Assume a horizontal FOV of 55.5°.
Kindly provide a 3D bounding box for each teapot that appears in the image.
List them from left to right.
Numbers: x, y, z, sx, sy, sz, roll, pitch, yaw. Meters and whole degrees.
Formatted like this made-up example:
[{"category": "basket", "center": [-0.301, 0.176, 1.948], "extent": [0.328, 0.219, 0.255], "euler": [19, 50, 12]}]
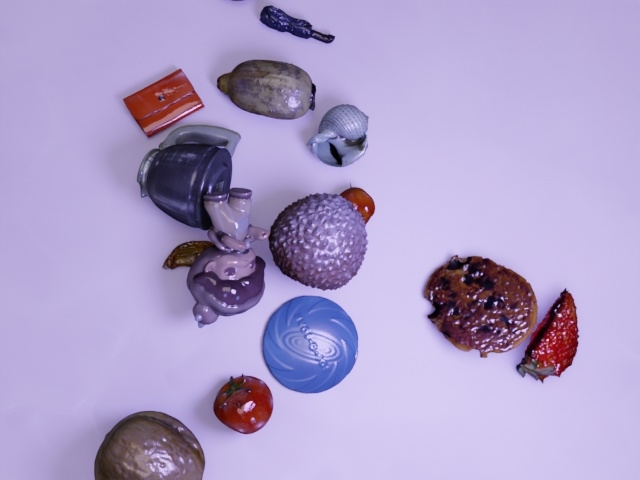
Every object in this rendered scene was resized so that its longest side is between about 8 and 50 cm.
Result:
[{"category": "teapot", "center": [-0.379, -0.210, 1.731], "extent": [0.239, 0.239, 0.322], "euler": [16, 83, 7]}]

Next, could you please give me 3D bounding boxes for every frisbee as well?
[{"category": "frisbee", "center": [-0.026, 0.304, 1.788], "extent": [0.289, 0.049, 0.290], "euler": [2, 80, -9]}]

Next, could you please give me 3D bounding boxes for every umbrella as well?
[{"category": "umbrella", "center": [-0.075, -0.678, 1.946], "extent": [0.248, 0.071, 0.071], "euler": [22, 77, -9]}]

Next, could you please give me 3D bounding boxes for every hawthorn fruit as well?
[{"category": "hawthorn fruit", "center": [0.103, -0.102, 1.853], "extent": [0.125, 0.140, 0.125], "euler": [-1, 114, -3]}]

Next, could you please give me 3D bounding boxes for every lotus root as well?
[{"category": "lotus root", "center": [-0.165, -0.457, 1.853], "extent": [0.309, 0.173, 0.173], "euler": [7, 79, 0]}]

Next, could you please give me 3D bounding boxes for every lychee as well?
[{"category": "lychee", "center": [-0.003, -0.001, 1.723], "extent": [0.299, 0.300, 0.300], "euler": [2, 80, -9]}]

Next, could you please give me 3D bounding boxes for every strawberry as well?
[{"category": "strawberry", "center": [0.716, 0.280, 1.812], "extent": [0.137, 0.233, 0.306], "euler": [31, 73, 27]}]

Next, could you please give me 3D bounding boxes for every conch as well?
[{"category": "conch", "center": [0.061, -0.326, 1.874], "extent": [0.199, 0.131, 0.172], "euler": [-20, 112, 15]}]

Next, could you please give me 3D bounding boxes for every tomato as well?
[{"category": "tomato", "center": [-0.209, 0.456, 1.684], "extent": [0.167, 0.167, 0.167], "euler": [2, 80, -9]}]

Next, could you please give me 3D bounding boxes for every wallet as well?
[{"category": "wallet", "center": [-0.473, -0.417, 1.843], "extent": [0.204, 0.045, 0.142], "euler": [-33, 87, -13]}]

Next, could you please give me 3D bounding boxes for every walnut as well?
[{"category": "walnut", "center": [-0.442, 0.583, 1.580], "extent": [0.282, 0.227, 0.283], "euler": [6, 71, -17]}]

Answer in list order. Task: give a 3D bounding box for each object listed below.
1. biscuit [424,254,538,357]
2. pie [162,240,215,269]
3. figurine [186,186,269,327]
[{"category": "biscuit", "center": [0.473, 0.195, 1.821], "extent": [0.334, 0.081, 0.289], "euler": [38, 83, 29]}, {"category": "pie", "center": [-0.367, 0.042, 1.788], "extent": [0.191, 0.033, 0.088], "euler": [0, 72, -12]}, {"category": "figurine", "center": [-0.255, 0.045, 1.665], "extent": [0.248, 0.203, 0.381], "euler": [-23, 125, -48]}]
